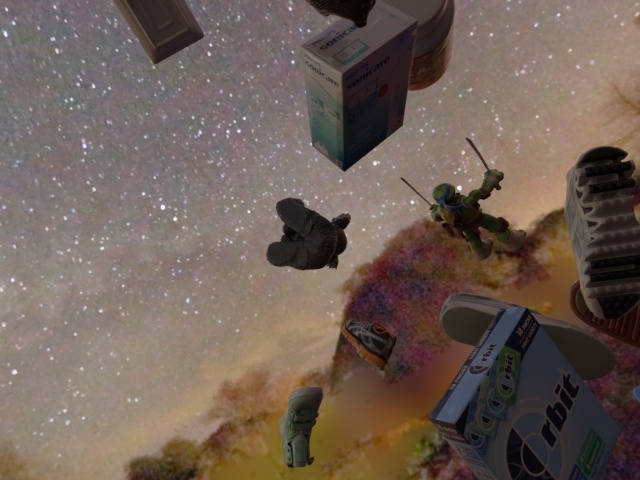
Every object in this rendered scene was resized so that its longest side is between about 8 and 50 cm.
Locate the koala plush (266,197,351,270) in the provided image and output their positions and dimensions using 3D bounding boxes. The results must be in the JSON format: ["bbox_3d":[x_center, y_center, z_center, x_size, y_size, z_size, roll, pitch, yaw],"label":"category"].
[{"bbox_3d":[0.000,0.000,1.190,0.221,0.203,0.196,7,-81,-54],"label":"koala plush"}]

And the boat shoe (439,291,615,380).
[{"bbox_3d":[0.286,0.123,0.606,0.081,0.227,0.079,-49,-28,-62],"label":"boat shoe"}]

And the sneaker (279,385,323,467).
[{"bbox_3d":[-0.039,0.487,1.097,0.094,0.151,0.256,3,-47,-19],"label":"sneaker"}]

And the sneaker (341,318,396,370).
[{"bbox_3d":[0.118,0.227,1.006,0.083,0.084,0.215,-55,19,-1],"label":"sneaker"}]

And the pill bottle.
[{"bbox_3d":[0.250,-0.578,1.166,0.224,0.224,0.392,-39,-9,13],"label":"pill bottle"}]

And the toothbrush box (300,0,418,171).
[{"bbox_3d":[0.086,-0.335,0.953,0.216,0.126,0.296,-40,-25,-18],"label":"toothbrush box"}]

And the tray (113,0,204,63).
[{"bbox_3d":[-0.401,-0.566,0.978,0.145,0.270,0.030,-32,24,-4],"label":"tray"}]

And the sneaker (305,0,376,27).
[{"bbox_3d":[0.061,-0.348,0.506,0.227,0.087,0.130,-16,-37,39],"label":"sneaker"}]

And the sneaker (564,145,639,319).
[{"bbox_3d":[0.491,-0.011,0.751,0.109,0.292,0.118,-2,-3,5],"label":"sneaker"}]

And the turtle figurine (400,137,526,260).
[{"bbox_3d":[0.382,-0.093,1.077,0.198,0.266,0.275,-42,23,16],"label":"turtle figurine"}]

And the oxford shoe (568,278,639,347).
[{"bbox_3d":[0.673,0.136,0.841,0.146,0.396,0.141,-60,-19,-80],"label":"oxford shoe"}]

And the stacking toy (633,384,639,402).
[{"bbox_3d":[0.892,0.323,1.082,0.175,0.302,0.166,-28,21,12],"label":"stacking toy"}]

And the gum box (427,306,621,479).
[{"bbox_3d":[0.218,0.190,0.441,0.157,0.184,0.041,-43,7,-27],"label":"gum box"}]
